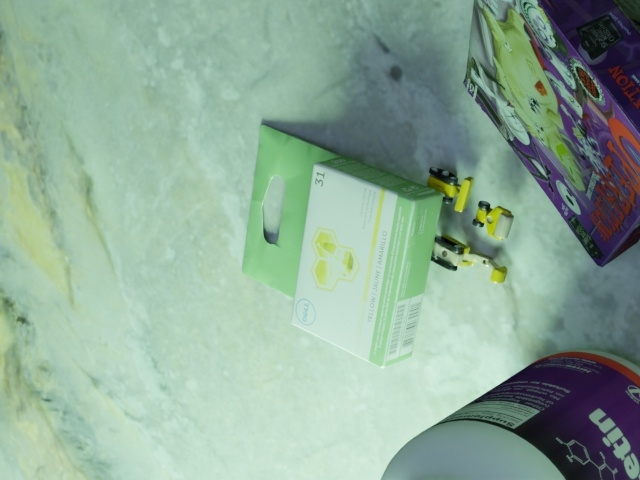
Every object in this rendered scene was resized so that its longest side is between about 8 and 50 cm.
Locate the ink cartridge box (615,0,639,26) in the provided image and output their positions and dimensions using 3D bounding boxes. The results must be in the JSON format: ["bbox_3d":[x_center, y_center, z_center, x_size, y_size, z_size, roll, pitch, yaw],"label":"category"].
[{"bbox_3d":[0.221,-0.237,1.024,0.237,0.172,0.100,25,88,40],"label":"ink cartridge box"}]

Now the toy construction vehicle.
[{"bbox_3d":[0.137,-0.014,1.263,0.098,0.035,0.086,27,115,36],"label":"toy construction vehicle"}]

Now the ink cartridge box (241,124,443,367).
[{"bbox_3d":[0.000,0.000,1.329,0.235,0.056,0.171,23,114,35],"label":"ink cartridge box"}]

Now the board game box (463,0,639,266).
[{"bbox_3d":[0.189,-0.101,1.039,0.056,0.347,0.208,-38,78,-4],"label":"board game box"}]

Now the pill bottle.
[{"bbox_3d":[0.166,0.211,1.117,0.181,0.323,0.182,9,107,33],"label":"pill bottle"}]
